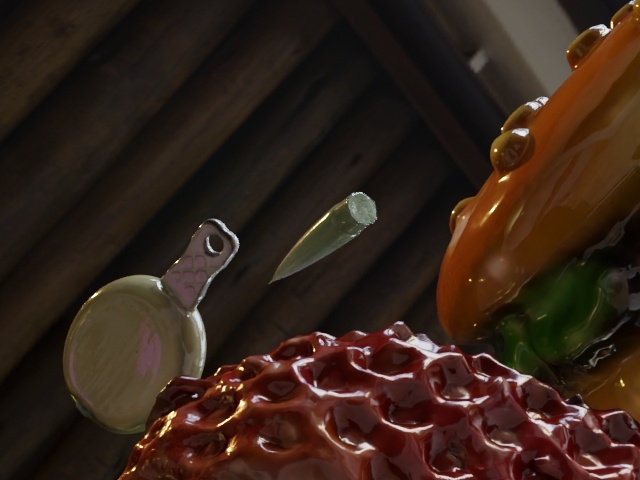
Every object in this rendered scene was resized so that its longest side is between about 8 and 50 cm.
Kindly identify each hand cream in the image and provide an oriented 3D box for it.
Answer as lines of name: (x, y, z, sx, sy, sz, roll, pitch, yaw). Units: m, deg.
hand cream: (0.000, 0.000, 1.463, 0.050, 0.205, 0.078, 47, -132, -5)

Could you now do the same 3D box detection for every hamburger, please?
hamburger: (0.265, -0.014, 0.870, 0.277, 0.396, 0.396, 39, -111, 9)

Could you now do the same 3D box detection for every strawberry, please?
strawberry: (0.044, 0.176, 0.532, 0.335, 0.149, 0.265, -2, -89, 10)

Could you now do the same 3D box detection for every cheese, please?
cheese: (-0.151, 0.075, 1.002, 0.227, 0.137, 0.064, -53, -16, 19)
